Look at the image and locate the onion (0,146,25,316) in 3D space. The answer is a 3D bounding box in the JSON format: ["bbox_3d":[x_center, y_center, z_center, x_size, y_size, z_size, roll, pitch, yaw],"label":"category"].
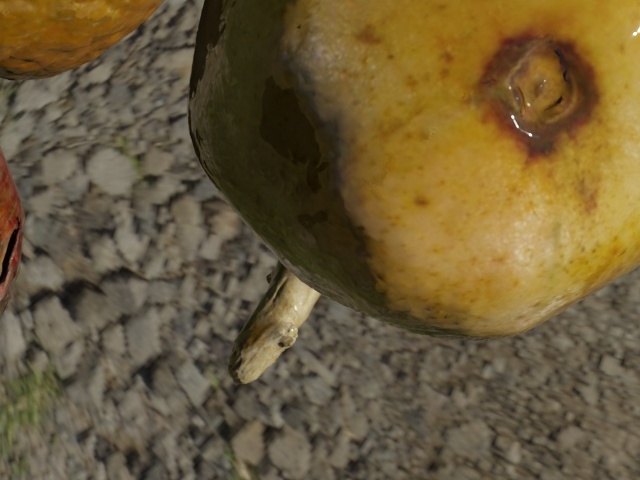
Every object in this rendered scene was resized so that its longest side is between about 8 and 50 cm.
[{"bbox_3d":[-0.427,-0.020,1.619,0.354,0.353,0.353,0,92,-12],"label":"onion"}]

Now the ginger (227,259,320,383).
[{"bbox_3d":[0.000,0.000,1.749,0.333,0.148,0.081,-59,143,-28],"label":"ginger"}]

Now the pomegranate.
[{"bbox_3d":[0.050,-0.057,0.558,0.196,0.196,0.196,0,92,-12],"label":"pomegranate"}]

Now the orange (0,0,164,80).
[{"bbox_3d":[-0.199,-0.270,0.971,0.322,0.322,0.357,5,92,-12],"label":"orange"}]
